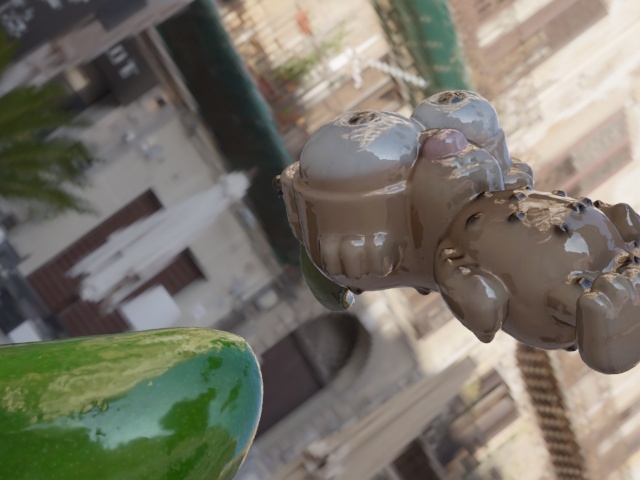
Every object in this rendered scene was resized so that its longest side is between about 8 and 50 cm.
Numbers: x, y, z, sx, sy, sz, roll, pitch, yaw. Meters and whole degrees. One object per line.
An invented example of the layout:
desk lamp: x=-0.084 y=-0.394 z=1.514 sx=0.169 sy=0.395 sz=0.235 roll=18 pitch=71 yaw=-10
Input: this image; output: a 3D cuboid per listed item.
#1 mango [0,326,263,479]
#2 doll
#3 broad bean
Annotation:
mango: x=-0.219 y=0.171 z=0.983 sx=0.225 sy=0.381 sz=0.201 roll=-121 pitch=-173 yaw=-69
doll: x=0.097 y=-0.008 z=0.748 sx=0.278 sy=0.154 sz=0.119 roll=21 pitch=-51 yaw=46
broad bean: x=-0.004 y=-0.005 z=1.688 sx=0.067 sy=0.075 sz=0.325 roll=17 pitch=-28 yaw=31
